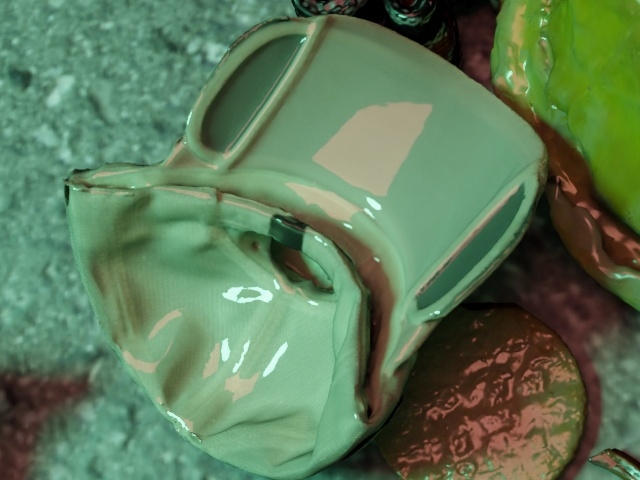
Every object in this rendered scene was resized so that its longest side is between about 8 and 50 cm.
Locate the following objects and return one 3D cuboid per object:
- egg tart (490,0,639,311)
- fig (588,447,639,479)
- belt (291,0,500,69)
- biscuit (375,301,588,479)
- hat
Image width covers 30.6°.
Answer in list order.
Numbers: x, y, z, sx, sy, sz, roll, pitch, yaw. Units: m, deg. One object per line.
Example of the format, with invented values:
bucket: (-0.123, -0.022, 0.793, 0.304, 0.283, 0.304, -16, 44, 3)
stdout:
egg tart: (0.267, -0.128, 0.588, 0.388, 0.169, 0.387, -6, 70, 17)
fig: (0.172, 0.178, 0.519, 0.134, 0.146, 0.201, -3, 27, 13)
belt: (0.050, -0.266, 0.753, 0.126, 0.094, 0.359, -6, 65, 16)
biscuit: (0.083, 0.088, 0.626, 0.120, 0.015, 0.120, -7, 65, 15)
hat: (0.000, 0.000, 0.641, 0.226, 0.164, 0.219, -38, 64, -25)
